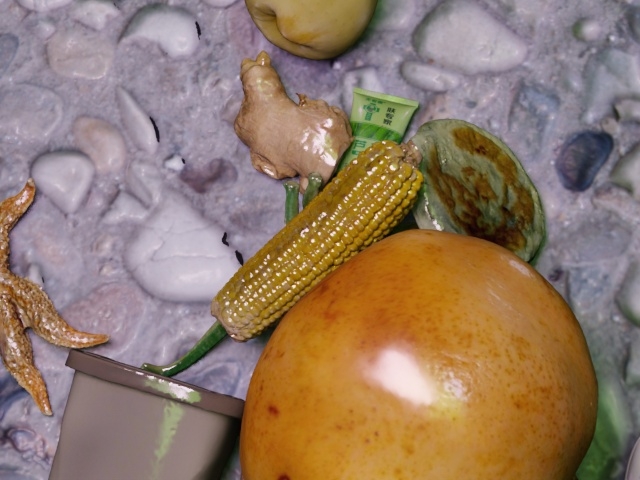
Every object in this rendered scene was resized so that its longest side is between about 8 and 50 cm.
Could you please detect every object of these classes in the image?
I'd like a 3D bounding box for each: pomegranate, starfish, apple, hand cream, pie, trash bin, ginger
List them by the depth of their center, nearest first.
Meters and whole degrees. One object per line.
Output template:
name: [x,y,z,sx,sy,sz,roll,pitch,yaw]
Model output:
pomegranate: [0.117,0.201,0.992,0.417,0.416,0.416,-1,74,3]
trash bin: [-0.215,0.279,1.070,0.220,0.219,0.250,15,82,8]
pie: [0.199,-0.056,1.180,0.240,0.054,0.240,19,53,-27]
starfish: [-0.442,0.108,1.195,0.301,0.084,0.293,-32,74,-10]
ginger: [-0.054,-0.156,1.246,0.213,0.074,0.137,39,98,14]
hand cream: [0.067,-0.125,1.251,0.095,0.046,0.175,14,76,11]
apple: [-0.011,-0.345,1.252,0.200,0.200,0.200,-1,74,3]

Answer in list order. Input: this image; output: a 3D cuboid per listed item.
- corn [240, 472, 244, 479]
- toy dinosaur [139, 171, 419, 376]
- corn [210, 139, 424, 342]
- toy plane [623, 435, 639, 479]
corn: [-0.069,0.374,1.099,0.080,0.079,0.237,-6,66,1]
toy dinosaur: [0.001,0.065,1.195,0.447,0.087,0.300,5,105,-14]
corn: [0.000,0.000,1.084,0.320,0.097,0.097,-42,76,4]
toy plane: [0.380,0.353,1.072,0.251,0.101,0.255,7,71,5]
